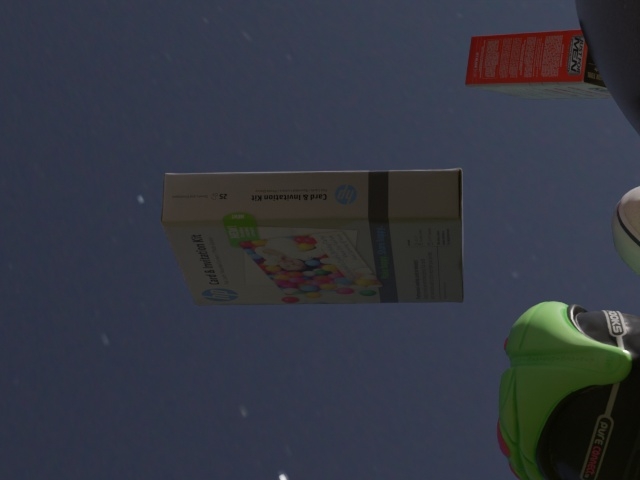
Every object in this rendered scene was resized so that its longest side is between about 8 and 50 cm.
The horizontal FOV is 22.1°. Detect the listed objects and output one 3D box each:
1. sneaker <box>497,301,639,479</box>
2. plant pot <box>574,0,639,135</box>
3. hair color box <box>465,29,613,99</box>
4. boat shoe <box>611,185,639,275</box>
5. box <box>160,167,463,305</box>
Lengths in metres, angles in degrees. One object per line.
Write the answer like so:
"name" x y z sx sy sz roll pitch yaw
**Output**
"sneaker" 0.330 0.183 1.311 0.483 0.202 0.185 25 -110 -46
"plant pot" 0.212 -0.107 0.697 0.237 0.254 0.237 -3 -77 -13
"hair color box" 0.185 -0.136 1.279 0.072 0.141 0.043 8 -90 -34
"boat shoe" 0.410 -0.008 1.340 0.136 0.367 0.156 -44 -38 -34
"box" 0.000 0.000 1.064 0.186 0.038 0.145 0 -23 5
